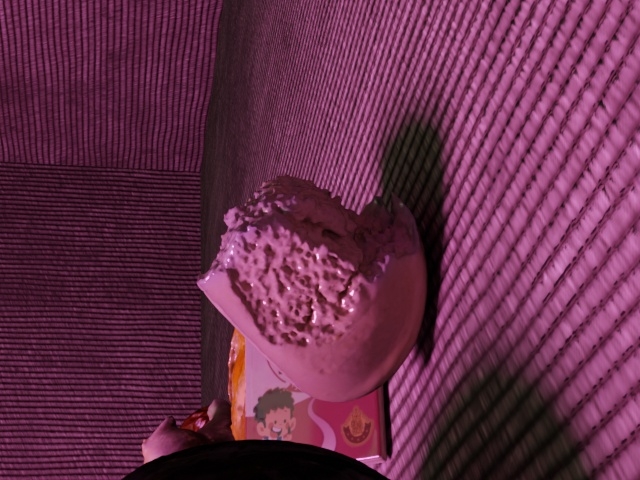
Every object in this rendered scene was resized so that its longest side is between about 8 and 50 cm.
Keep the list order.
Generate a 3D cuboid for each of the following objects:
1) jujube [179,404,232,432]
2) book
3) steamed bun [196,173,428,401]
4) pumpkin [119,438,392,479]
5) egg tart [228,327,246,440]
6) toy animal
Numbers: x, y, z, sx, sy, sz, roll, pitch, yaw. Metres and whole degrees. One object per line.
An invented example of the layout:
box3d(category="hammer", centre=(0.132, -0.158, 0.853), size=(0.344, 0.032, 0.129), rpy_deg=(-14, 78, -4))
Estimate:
box3d(category="jujube", centre=(-0.152, 0.350, 1.701), size=(0.255, 0.190, 0.190), rpy_deg=(125, 146, -59))
box3d(category="book", centre=(-0.009, 0.121, 1.075), size=(0.022, 0.162, 0.232), rpy_deg=(31, -129, -52))
box3d(category="steamed bun", centre=(0.001, 0.012, 0.931), size=(0.170, 0.200, 0.225), rpy_deg=(-45, 17, 7))
box3d(category="pumpkin", centre=(-0.052, 0.355, 0.670), size=(0.454, 0.344, 0.455), rpy_deg=(-164, 90, -80))
box3d(category="egg tart", centre=(-0.035, 0.152, 1.225), size=(0.341, 0.129, 0.341), rpy_deg=(-176, 90, -79))
box3d(category="toy animal", centre=(-0.115, 0.291, 1.375), size=(0.168, 0.233, 0.121), rpy_deg=(-103, 22, -82))
